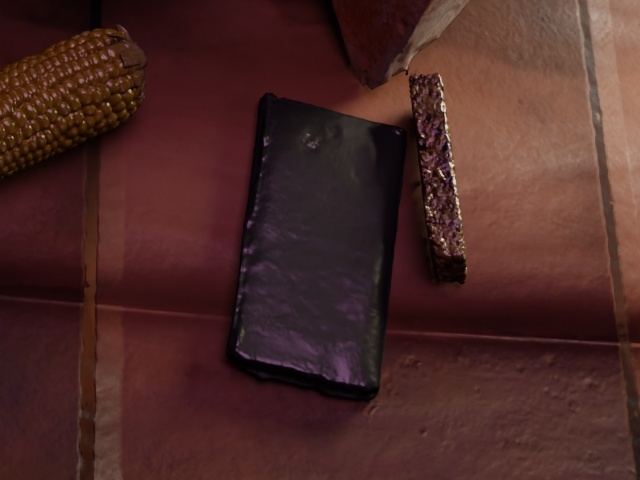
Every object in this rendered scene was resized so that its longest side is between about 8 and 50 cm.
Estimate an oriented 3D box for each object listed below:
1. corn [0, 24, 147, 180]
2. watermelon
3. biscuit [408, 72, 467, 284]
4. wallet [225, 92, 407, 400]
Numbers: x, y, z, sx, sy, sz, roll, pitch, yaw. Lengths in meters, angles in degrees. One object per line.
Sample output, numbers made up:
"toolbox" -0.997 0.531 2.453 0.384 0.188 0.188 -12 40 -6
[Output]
"corn" -0.264 -0.106 1.531 0.260 0.091 0.091 -28 116 -27
"watermelon" 0.082 -0.318 1.639 0.283 0.250 0.292 10 67 19
"biscuit" 0.108 -0.060 1.637 0.034 0.064 0.199 -8 63 3
"wallet" 0.000 0.001 1.595 0.146 0.030 0.285 15 60 -14
